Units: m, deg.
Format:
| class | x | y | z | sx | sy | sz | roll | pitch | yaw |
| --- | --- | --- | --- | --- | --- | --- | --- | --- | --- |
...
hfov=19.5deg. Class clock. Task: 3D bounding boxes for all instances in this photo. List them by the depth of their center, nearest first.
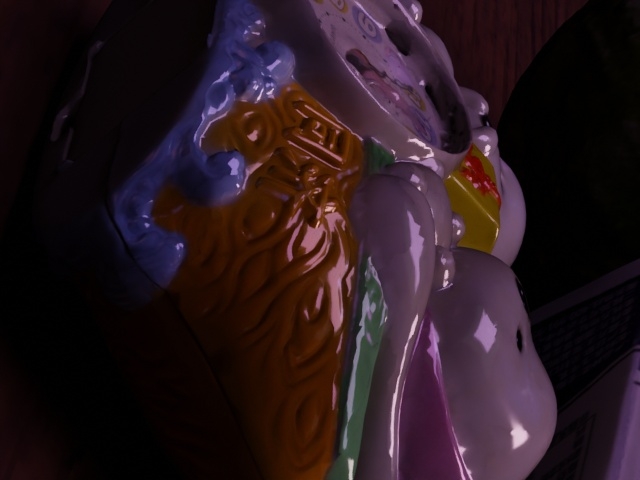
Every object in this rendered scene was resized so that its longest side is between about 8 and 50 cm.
| class | x | y | z | sx | sy | sz | roll | pitch | yaw |
| --- | --- | --- | --- | --- | --- | --- | --- | --- | --- |
| clock | 0.000 | 0.000 | 0.499 | 0.144 | 0.103 | 0.231 | 41 | 28 | -22 |

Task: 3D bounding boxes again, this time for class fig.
| class | x | y | z | sx | sy | sz | roll | pitch | yaw |
| --- | --- | --- | --- | --- | --- | --- | --- | --- | --- |
| fig | 0.165 | 0.003 | 0.702 | 0.203 | 0.203 | 0.235 | 53 | 14 | -18 |

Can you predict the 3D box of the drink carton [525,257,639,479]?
| class | x | y | z | sx | sy | sz | roll | pitch | yaw |
| --- | --- | --- | --- | --- | --- | --- | --- | --- | --- |
| drink carton | 0.086 | 0.115 | 0.551 | 0.134 | 0.102 | 0.222 | 58 | 23 | -12 |
